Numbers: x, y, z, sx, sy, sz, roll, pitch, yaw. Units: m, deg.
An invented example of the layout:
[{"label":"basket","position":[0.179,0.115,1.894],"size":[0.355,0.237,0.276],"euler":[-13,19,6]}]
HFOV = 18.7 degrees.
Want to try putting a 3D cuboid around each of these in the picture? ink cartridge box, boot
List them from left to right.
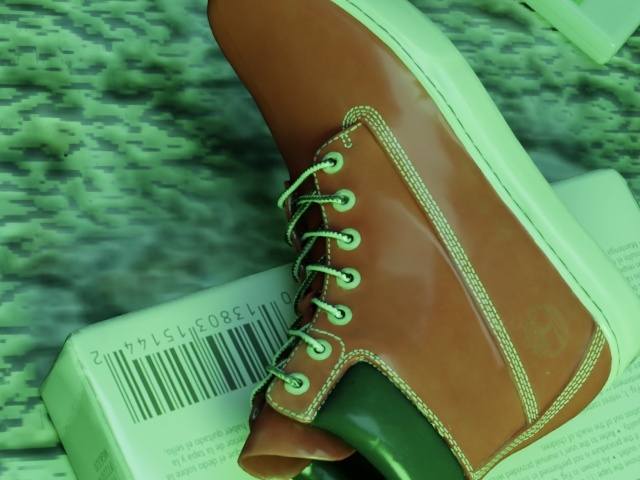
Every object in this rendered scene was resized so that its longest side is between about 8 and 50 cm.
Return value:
[{"label":"boot","position":[0.000,0.000,0.797],"size":[0.176,0.088,0.244],"euler":[-35,81,-33]},{"label":"ink cartridge box","position":[0.065,0.121,0.841],"size":[0.296,0.066,0.261],"euler":[-17,69,-29]}]

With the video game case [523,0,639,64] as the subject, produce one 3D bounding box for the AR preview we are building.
[{"label":"video game case","position":[0.126,-0.223,1.083],"size":[0.212,0.023,0.193],"euler":[41,55,2]}]
